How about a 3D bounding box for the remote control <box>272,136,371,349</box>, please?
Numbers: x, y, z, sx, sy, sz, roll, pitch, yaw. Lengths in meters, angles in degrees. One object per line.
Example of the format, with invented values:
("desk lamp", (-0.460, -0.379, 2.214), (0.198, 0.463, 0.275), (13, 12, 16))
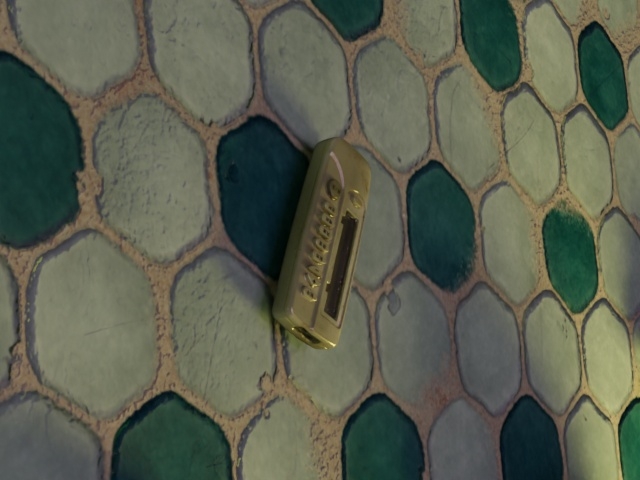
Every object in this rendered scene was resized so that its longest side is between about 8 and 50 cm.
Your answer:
("remote control", (0.001, 0.000, 1.530), (0.090, 0.049, 0.230), (42, 51, -42))
